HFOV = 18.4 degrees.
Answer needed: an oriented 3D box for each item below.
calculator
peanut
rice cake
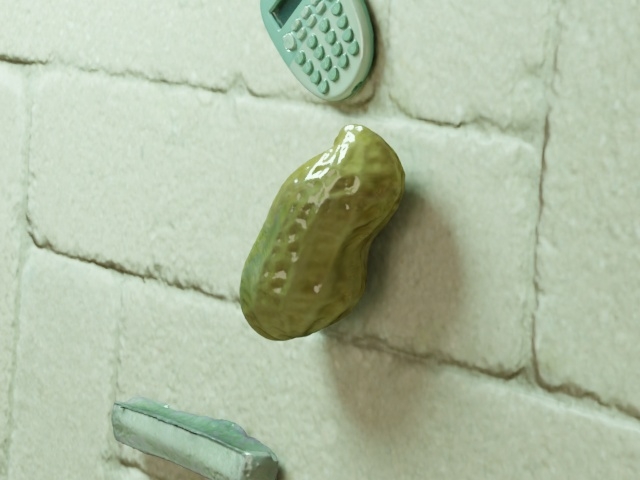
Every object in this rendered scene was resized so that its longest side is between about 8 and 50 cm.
[{"bbox_3d":[-0.006,-0.174,1.491,0.095,0.021,0.153,-51,55,39],"label":"calculator"},{"bbox_3d":[0.000,0.000,1.441,0.194,0.083,0.093,-59,36,35],"label":"peanut"},{"bbox_3d":[-0.104,0.169,1.616,0.206,0.036,0.047,12,113,49],"label":"rice cake"}]
